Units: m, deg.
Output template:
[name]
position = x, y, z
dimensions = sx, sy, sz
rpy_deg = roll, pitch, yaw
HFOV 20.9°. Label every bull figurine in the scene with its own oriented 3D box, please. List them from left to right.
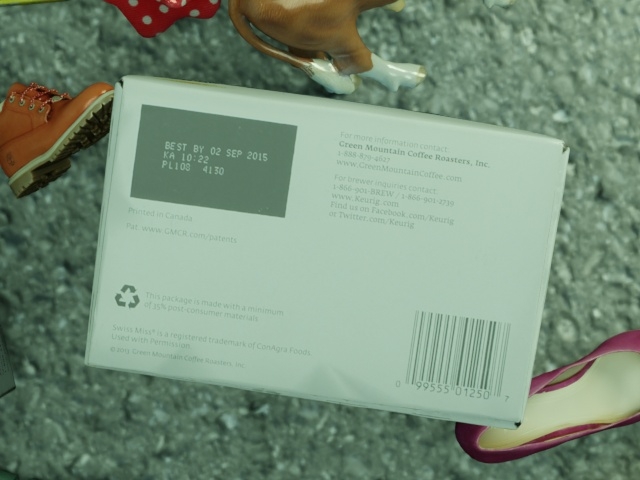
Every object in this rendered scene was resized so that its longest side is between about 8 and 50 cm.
[bull figurine]
position = 0.072, -0.247, 1.421
dimensions = 0.310, 0.101, 0.188
rpy_deg = -37, 125, 7

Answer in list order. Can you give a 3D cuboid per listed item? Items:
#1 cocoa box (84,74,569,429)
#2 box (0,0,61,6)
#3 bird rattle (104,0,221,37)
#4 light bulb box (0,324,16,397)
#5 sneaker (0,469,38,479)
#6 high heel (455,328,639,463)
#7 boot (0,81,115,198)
[cocoa box]
position = 0.000, 0.000, 1.413
dimensions = 0.347, 0.228, 0.231
rpy_deg = 8, 95, -2
[box]
position = -0.283, -0.250, 1.475
dimensions = 0.179, 0.043, 0.105
rpy_deg = -4, 96, 2
[bird rattle]
position = -0.107, -0.305, 1.452
dimensions = 0.253, 0.143, 0.207
rpy_deg = -39, 78, 9
[light bulb box]
position = -0.411, -0.006, 1.297
dimensions = 0.225, 0.361, 0.358
rpy_deg = -14, 93, 5
[sneaker]
position = -0.287, 0.205, 1.498
dimensions = 0.256, 0.094, 0.151
rpy_deg = -9, 93, -1
[high heel]
position = 0.233, 0.134, 1.489
dimensions = 0.244, 0.117, 0.082
rpy_deg = -10, 96, 0
[boot]
position = -0.228, -0.104, 1.455
dimensions = 0.158, 0.059, 0.085
rpy_deg = -32, 85, 40
